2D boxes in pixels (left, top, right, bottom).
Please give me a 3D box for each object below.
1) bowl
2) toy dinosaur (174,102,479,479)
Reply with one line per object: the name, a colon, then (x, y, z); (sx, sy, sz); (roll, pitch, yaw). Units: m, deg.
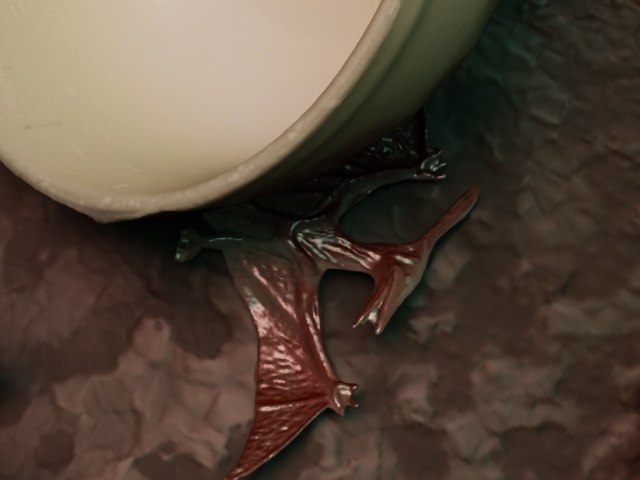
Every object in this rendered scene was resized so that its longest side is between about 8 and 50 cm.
bowl: (-0.027, -0.147, 0.583); (0.277, 0.145, 0.277); (3, 95, 38)
toy dinosaur: (0.000, 0.000, 0.627); (0.108, 0.032, 0.220); (20, 72, 8)
